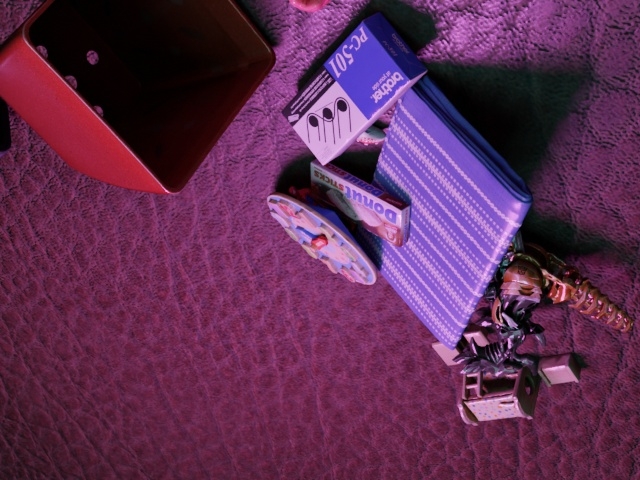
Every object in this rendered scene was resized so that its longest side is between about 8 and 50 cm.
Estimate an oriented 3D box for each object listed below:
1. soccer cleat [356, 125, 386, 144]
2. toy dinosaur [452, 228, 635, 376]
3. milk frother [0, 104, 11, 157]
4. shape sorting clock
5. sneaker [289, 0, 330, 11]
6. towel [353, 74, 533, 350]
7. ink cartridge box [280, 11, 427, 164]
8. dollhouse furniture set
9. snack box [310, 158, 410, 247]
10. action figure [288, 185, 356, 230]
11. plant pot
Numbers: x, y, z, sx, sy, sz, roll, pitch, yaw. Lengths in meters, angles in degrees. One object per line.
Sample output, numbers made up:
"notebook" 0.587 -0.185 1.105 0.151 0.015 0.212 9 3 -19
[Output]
"soccer cleat" 0.051 -0.157 1.419 0.083 0.029 0.035 18 144 14
"toy dinosaur" 0.273 0.075 1.477 0.322 0.164 0.218 32 131 33
"milk frother" -0.519 -0.199 1.557 0.129 0.134 0.143 5 151 -28
"shape sorting clock" 0.000 0.000 1.546 0.206 0.040 0.206 39 164 13
"sneaker" 0.027 -0.377 1.107 0.116 0.136 0.314 19 139 4
"towel" 0.158 -0.032 1.397 0.243 0.040 0.336 51 147 26
"ink cartridge box" 0.039 -0.194 1.345 0.097 0.046 0.207 52 136 2
"dollhouse furniture set" 0.292 0.207 1.643 0.182 0.101 0.161 -16 126 37
"snack box" 0.054 -0.056 1.466 0.178 0.022 0.064 31 136 35
"action figure" 0.000 -0.047 1.563 0.115 0.030 0.038 36 143 -11
"plant pot" -0.270 -0.228 1.337 0.236 0.267 0.267 -6 133 48
